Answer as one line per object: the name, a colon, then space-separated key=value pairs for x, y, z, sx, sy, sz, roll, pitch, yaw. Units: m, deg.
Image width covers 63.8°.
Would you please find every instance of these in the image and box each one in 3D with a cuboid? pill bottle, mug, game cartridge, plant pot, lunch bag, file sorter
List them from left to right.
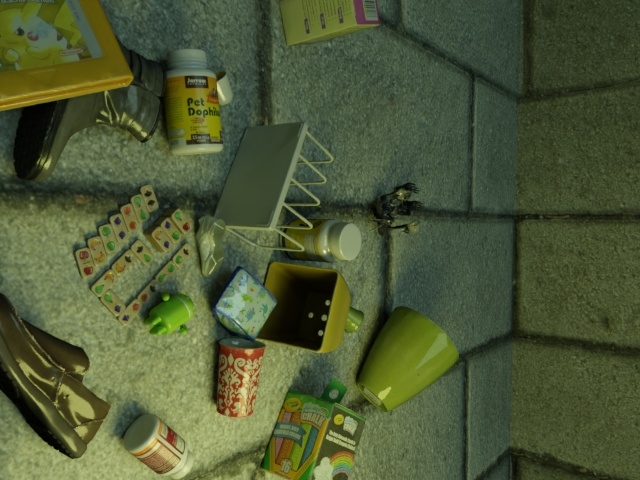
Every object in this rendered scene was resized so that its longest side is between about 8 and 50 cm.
game cartridge: x=-0.494 y=-0.374 z=0.807 sx=0.285 sy=0.052 sz=0.324 roll=-27 pitch=96 yaw=-35
pill bottle: x=-0.343 y=0.448 z=1.104 sx=0.086 sy=0.086 sz=0.152 roll=-56 pitch=131 yaw=-33
pill bottle: x=-0.280 y=-0.298 z=1.121 sx=0.117 sy=0.117 sz=0.215 roll=-14 pitch=103 yaw=-49
mug: x=-0.234 y=-0.363 z=1.222 sx=0.078 sy=0.062 sz=0.064 roll=-50 pitch=136 yaw=-28
lunch bag: x=-0.196 y=0.155 z=1.262 sx=0.129 sy=0.096 sz=0.151 roll=-62 pitch=143 yaw=-28
mug: x=-0.188 y=0.336 z=1.271 sx=0.150 sy=0.113 sz=0.169 roll=7 pitch=89 yaw=-49
file sorter: x=-0.108 y=-0.126 z=1.284 sx=0.173 sy=0.193 sz=0.278 roll=38 pitch=63 yaw=-48
plant pot: x=-0.028 y=0.194 z=1.396 sx=0.187 sy=0.212 sz=0.212 roll=37 pitch=63 yaw=-57
pill bottle: x=0.000 y=0.000 z=1.403 sx=0.119 sy=0.208 sz=0.119 roll=-3 pitch=94 yaw=-51
plant pot: x=0.081 y=0.236 z=1.624 sx=0.079 sy=0.083 sz=0.083 roll=42 pitch=60 yaw=-28
plant pot: x=0.268 y=0.423 z=1.736 sx=0.293 sy=0.275 sz=0.275 roll=-45 pitch=126 yaw=-21

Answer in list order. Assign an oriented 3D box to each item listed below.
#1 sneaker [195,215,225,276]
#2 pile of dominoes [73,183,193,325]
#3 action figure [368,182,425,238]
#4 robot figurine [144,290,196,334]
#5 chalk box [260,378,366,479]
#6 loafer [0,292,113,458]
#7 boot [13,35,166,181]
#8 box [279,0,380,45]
sneaker: x=-0.263 y=0.012 z=1.212 sx=0.053 sy=0.061 sz=0.152 roll=-20 pitch=127 yaw=-56
pile of dominoes: x=-0.377 y=0.026 z=1.080 sx=0.251 sy=0.040 sz=0.196 roll=-55 pitch=131 yaw=-34
action figure: x=0.274 y=-0.109 z=1.788 sx=0.275 sy=0.141 sz=0.164 roll=-40 pitch=123 yaw=-46
robot figurine: x=-0.326 y=0.161 z=1.125 sx=0.115 sy=0.067 sz=0.101 roll=-36 pitch=107 yaw=-44
chalk box: x=-0.006 y=0.538 z=1.447 sx=0.180 sy=0.179 sz=0.289 roll=43 pitch=59 yaw=-41
loafer: x=-0.489 y=0.220 z=0.899 sx=0.130 sy=0.134 sz=0.366 roll=-49 pitch=137 yaw=-42
boot: x=-0.413 y=-0.236 z=0.974 sx=0.223 sy=0.118 sz=0.338 roll=31 pitch=73 yaw=-52
box: x=0.015 y=-0.654 z=1.365 sx=0.117 sy=0.243 sz=0.213 roll=-27 pitch=111 yaw=-47
